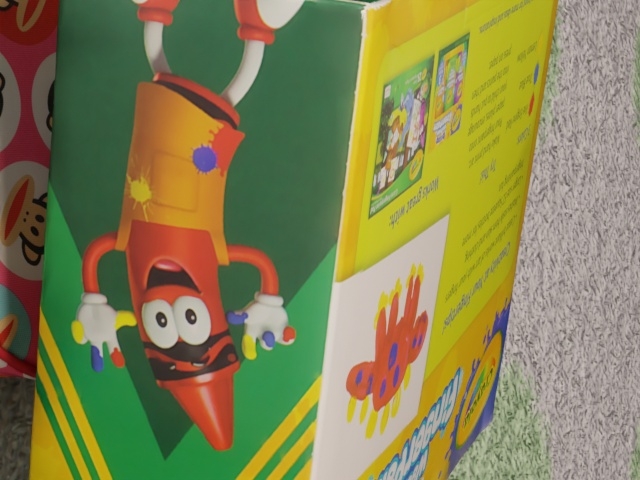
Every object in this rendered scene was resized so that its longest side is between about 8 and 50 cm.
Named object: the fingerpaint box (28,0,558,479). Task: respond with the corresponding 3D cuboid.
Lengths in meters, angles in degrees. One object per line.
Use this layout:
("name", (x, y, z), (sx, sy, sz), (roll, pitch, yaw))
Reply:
("fingerpaint box", (0.000, 0.000, 1.007), (0.445, 0.163, 0.371), (-39, 138, -65))

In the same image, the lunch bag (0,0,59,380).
("lunch bag", (-0.195, -0.092, 0.913), (0.258, 0.120, 0.293), (46, 52, -44))
